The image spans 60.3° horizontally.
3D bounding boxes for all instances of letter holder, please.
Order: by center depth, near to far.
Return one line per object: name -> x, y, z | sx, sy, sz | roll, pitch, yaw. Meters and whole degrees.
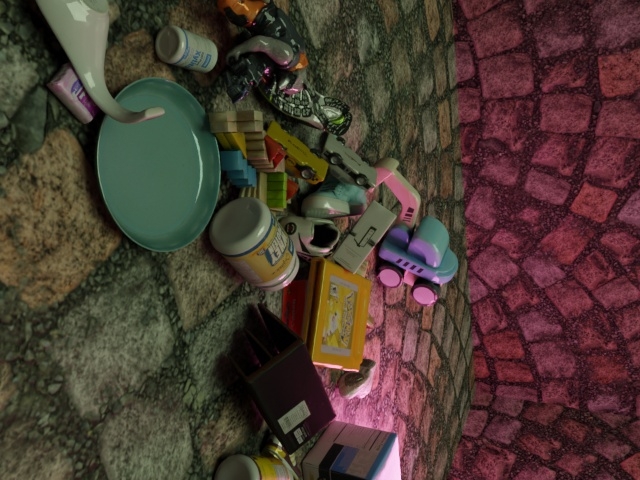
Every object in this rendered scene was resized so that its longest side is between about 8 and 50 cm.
letter holder -> -0.114, 0.329, 1.340 | 0.152, 0.214, 0.302 | -34, 130, -19

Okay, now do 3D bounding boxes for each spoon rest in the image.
spoon rest -> -0.351, -0.301, 0.850 | 0.277, 0.084, 0.137 | 62, 23, -9

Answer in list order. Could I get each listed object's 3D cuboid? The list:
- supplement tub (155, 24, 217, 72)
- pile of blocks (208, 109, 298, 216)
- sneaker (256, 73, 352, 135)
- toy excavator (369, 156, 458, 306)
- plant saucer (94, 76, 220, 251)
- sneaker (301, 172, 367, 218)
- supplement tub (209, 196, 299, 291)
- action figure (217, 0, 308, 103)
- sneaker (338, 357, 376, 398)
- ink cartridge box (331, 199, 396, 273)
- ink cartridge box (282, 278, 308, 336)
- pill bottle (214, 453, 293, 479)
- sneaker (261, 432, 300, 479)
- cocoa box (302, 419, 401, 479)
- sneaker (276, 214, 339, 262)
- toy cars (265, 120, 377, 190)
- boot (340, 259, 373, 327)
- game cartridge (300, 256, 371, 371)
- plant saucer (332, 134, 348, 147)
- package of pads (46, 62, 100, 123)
supplement tub -> -0.257, -0.367, 1.060 | 0.107, 0.070, 0.071 | -8, 100, -61
pile of blocks -> -0.127, -0.155, 1.230 | 0.362, 0.112, 0.149 | 58, 37, -58
sneaker -> -0.059, -0.352, 1.417 | 0.299, 0.121, 0.111 | 24, 85, -41
toy excavator -> 0.333, -0.044, 2.026 | 0.222, 0.432, 0.446 | -51, 164, -49
plant saucer -> -0.300, -0.138, 1.027 | 0.317, 0.043, 0.318 | -11, 103, -62
sneaker -> 0.035, -0.141, 1.603 | 0.366, 0.135, 0.150 | -7, 89, -70
supplement tub -> -0.142, 0.013, 1.233 | 0.200, 0.144, 0.145 | 56, 44, -49
action figure -> -0.123, -0.429, 1.129 | 0.330, 0.178, 0.342 | 55, 22, -37
sneaker -> 0.132, 0.494, 1.867 | 0.232, 0.090, 0.116 | -24, 117, -59
ink cartridge box -> 0.127, -0.014, 1.598 | 0.203, 0.085, 0.148 | -54, 177, 5
ink cartridge box -> -0.028, 0.206, 1.570 | 0.232, 0.066, 0.189 | 3, 90, -67
pill bottle -> -0.147, 0.569, 1.297 | 0.215, 0.117, 0.118 | 43, 55, -56
sneaker -> -0.088, 0.569, 1.464 | 0.084, 0.069, 0.186 | -61, 144, -34
cocoa box -> 0.110, 0.778, 1.689 | 0.231, 0.227, 0.348 | -35, 122, -57
sneaker -> 0.000, 0.000, 1.513 | 0.330, 0.146, 0.123 | 9, 82, -64
toy cars -> -0.005, -0.206, 1.464 | 0.393, 0.087, 0.177 | 1, 57, -46
boot -> 0.119, 0.168, 1.809 | 0.262, 0.095, 0.204 | 40, 56, -49
game cartridge -> 0.052, 0.220, 1.564 | 0.323, 0.052, 0.286 | 26, 68, -56
plant saucer -> 0.082, -0.252, 1.675 | 0.195, 0.037, 0.195 | 44, 13, -13
package of pads -> -0.385, -0.231, 0.867 | 0.083, 0.031, 0.050 | 58, 45, -47
